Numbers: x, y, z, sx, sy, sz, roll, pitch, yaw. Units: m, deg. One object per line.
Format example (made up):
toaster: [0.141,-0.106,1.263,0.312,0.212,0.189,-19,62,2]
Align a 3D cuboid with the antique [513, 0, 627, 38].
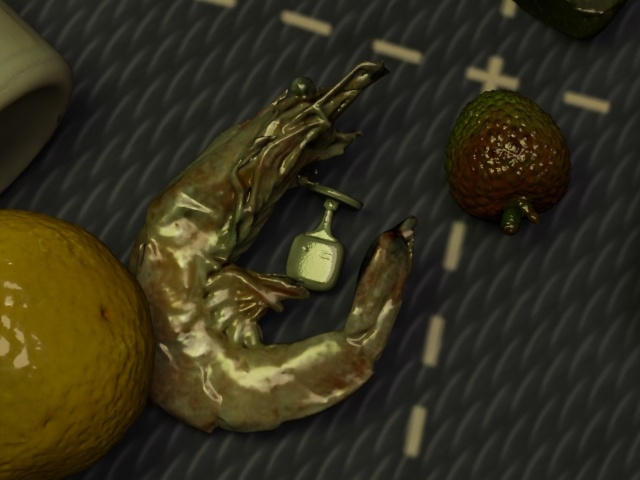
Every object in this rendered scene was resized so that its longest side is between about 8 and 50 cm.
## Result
antique: [0.194,-0.281,1.465,0.221,0.080,0.081,44,77,5]

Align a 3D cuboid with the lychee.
lychee: [0.167,-0.069,1.392,0.114,0.114,0.146,-8,57,-7]

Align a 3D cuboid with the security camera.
security camera: [0.000,0.000,1.397,0.058,0.058,0.092,20,88,1]

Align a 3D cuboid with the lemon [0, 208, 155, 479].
lemon: [-0.253,0.085,1.243,0.228,0.253,0.228,-4,79,25]

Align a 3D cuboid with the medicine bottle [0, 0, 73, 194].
medicine bottle: [-0.408,-0.190,1.322,0.371,0.211,0.211,42,76,6]

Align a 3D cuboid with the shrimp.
shrimp: [-0.029,0.005,1.341,0.247,0.085,0.360,32,92,10]
